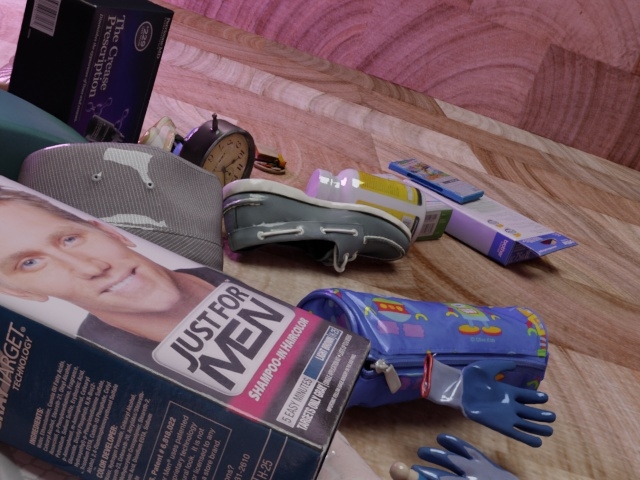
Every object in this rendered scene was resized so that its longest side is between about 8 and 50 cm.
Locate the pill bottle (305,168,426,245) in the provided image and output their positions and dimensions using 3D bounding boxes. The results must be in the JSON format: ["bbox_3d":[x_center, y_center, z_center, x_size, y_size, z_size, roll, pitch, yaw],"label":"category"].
[{"bbox_3d":[0.071,-0.057,1.309,0.184,0.103,0.103,15,21,-16],"label":"pill bottle"}]

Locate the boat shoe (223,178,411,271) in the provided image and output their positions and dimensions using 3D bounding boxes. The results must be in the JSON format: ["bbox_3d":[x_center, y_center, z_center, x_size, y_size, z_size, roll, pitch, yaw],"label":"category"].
[{"bbox_3d":[0.000,0.000,1.154,0.319,0.116,0.099,15,63,-34],"label":"boat shoe"}]

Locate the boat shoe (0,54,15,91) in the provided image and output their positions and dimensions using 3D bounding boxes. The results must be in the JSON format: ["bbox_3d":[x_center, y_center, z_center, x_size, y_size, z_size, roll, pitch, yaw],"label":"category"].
[{"bbox_3d":[-0.457,-0.256,1.323,0.102,0.093,0.285,0,24,-2],"label":"boat shoe"}]

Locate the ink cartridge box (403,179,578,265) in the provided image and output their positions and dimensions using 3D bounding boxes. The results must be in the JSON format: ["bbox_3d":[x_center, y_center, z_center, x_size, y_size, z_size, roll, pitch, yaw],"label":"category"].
[{"bbox_3d":[0.317,-0.033,1.549,0.311,0.065,0.185,30,23,32],"label":"ink cartridge box"}]

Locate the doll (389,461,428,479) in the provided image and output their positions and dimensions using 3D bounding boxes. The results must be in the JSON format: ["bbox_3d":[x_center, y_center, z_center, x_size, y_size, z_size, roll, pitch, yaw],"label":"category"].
[{"bbox_3d":[0.076,0.233,0.612,0.189,0.046,0.129,-1,63,-45],"label":"doll"}]

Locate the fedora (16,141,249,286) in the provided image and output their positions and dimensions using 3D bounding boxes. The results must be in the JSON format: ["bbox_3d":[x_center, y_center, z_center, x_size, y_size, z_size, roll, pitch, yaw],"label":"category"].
[{"bbox_3d":[-0.192,-0.025,0.807,0.275,0.125,0.243,9,-9,-11],"label":"fedora"}]

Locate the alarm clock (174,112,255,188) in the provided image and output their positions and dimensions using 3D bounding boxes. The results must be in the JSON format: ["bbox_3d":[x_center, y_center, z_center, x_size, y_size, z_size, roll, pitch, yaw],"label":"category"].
[{"bbox_3d":[-0.152,-0.108,1.210,0.064,0.129,0.192,29,-7,28],"label":"alarm clock"}]

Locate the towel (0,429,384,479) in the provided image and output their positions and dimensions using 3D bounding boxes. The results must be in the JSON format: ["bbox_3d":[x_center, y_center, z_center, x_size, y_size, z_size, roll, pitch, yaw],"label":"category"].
[{"bbox_3d":[-0.140,0.142,0.666,0.316,0.054,0.332,3,27,-40],"label":"towel"}]

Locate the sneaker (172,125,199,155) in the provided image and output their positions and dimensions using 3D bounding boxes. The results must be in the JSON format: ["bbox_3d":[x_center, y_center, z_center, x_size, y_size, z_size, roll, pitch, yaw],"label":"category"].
[{"bbox_3d":[-0.185,-0.157,1.329,0.069,0.082,0.209,36,19,-5],"label":"sneaker"}]

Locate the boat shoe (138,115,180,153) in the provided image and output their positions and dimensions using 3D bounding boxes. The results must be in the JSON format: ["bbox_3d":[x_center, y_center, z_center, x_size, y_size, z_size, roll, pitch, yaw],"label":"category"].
[{"bbox_3d":[-0.261,-0.158,1.324,0.059,0.063,0.170,41,16,-12],"label":"boat shoe"}]

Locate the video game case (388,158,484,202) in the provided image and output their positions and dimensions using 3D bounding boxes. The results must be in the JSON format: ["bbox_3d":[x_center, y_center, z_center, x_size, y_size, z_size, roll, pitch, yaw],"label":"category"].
[{"bbox_3d":[0.229,-0.119,1.588,0.166,0.015,0.119,29,22,24],"label":"video game case"}]

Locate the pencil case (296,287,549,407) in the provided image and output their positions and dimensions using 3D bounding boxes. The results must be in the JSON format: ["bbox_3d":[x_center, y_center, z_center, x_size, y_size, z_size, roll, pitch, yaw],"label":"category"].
[{"bbox_3d":[0.113,0.121,0.866,0.306,0.120,0.133,7,7,-33],"label":"pencil case"}]

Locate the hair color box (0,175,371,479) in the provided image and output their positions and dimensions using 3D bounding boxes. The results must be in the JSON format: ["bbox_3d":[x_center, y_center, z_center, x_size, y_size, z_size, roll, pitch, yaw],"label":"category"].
[{"bbox_3d":[-0.150,0.078,0.595,0.347,0.105,0.174,23,21,6],"label":"hair color box"}]

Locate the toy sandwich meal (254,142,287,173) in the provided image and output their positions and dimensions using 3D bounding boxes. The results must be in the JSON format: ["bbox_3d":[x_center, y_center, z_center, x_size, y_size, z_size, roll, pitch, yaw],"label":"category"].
[{"bbox_3d":[-0.097,-0.153,1.498,0.085,0.029,0.086,18,20,-7],"label":"toy sandwich meal"}]

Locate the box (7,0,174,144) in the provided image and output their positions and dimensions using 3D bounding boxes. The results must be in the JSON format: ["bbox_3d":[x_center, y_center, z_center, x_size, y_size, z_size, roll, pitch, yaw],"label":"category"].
[{"bbox_3d":[-0.310,-0.194,1.057,0.103,0.261,0.184,25,21,11],"label":"box"}]

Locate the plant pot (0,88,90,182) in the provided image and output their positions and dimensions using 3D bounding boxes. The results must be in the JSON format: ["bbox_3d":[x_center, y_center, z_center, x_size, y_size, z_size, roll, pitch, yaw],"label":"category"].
[{"bbox_3d":[-0.363,-0.076,0.868,0.165,0.166,0.234,37,17,37],"label":"plant pot"}]

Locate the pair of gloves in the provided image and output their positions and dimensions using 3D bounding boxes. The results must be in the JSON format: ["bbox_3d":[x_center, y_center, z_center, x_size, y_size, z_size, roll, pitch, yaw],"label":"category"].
[{"bbox_3d":[0.157,0.191,0.759,0.159,0.023,0.198,23,49,-17],"label":"pair of gloves"}]

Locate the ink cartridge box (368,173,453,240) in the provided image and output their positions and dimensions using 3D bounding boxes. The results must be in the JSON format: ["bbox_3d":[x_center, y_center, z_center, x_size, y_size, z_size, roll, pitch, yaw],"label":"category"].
[{"bbox_3d":[0.123,-0.075,1.467,0.209,0.062,0.109,34,25,34],"label":"ink cartridge box"}]
